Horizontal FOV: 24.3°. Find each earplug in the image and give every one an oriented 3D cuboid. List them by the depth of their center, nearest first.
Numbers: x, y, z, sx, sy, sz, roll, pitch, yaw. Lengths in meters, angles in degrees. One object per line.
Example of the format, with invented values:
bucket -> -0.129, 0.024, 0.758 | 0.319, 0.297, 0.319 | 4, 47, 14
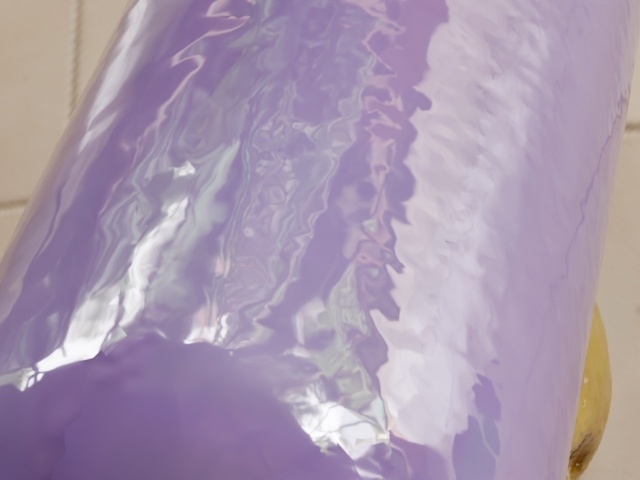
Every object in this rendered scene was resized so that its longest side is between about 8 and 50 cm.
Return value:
earplug -> 0.000, 0.000, 0.503 | 0.215, 0.215, 0.456 | -14, 31, 22

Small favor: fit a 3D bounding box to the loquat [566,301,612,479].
loquat -> 0.084, 0.074, 1.102 | 0.276, 0.276, 0.284 | -17, 50, 21
